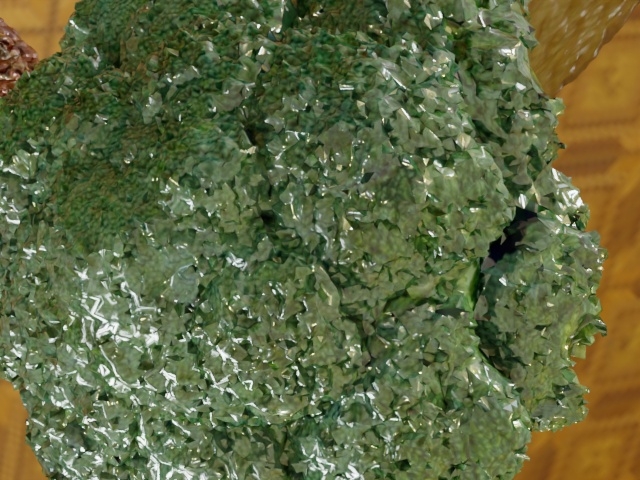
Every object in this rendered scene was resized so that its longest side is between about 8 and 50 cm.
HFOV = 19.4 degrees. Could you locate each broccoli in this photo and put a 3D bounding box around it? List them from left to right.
[{"bbox_3d":[0.000,0.000,0.714,0.270,0.270,0.270,2,123,-55],"label":"broccoli"}]

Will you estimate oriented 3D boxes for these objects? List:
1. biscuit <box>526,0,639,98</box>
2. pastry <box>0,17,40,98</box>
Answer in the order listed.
[{"bbox_3d":[0.115,-0.134,1.144,0.318,0.040,0.318,-38,163,-14],"label":"biscuit"},{"bbox_3d":[-0.291,-0.130,1.518,0.097,0.208,0.115,22,101,-52],"label":"pastry"}]
